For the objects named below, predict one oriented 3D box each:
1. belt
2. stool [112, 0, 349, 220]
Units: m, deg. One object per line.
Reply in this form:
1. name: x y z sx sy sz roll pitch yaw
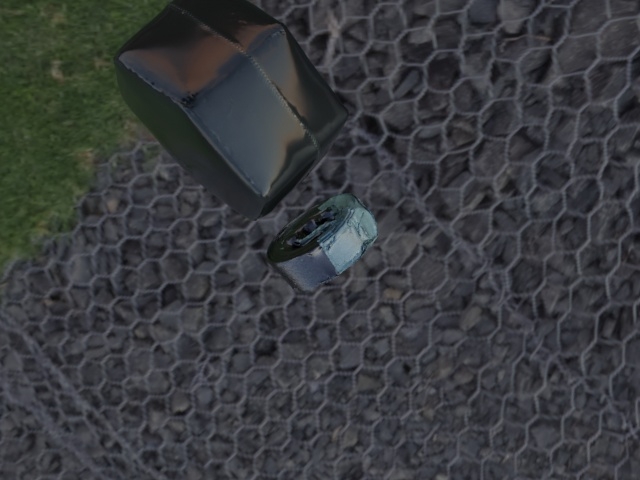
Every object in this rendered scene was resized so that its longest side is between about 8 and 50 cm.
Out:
1. belt: 0.000 0.000 1.100 0.140 0.105 0.058 -30 116 23
2. stool: -0.089 -0.138 0.953 0.232 0.232 0.141 44 78 7
